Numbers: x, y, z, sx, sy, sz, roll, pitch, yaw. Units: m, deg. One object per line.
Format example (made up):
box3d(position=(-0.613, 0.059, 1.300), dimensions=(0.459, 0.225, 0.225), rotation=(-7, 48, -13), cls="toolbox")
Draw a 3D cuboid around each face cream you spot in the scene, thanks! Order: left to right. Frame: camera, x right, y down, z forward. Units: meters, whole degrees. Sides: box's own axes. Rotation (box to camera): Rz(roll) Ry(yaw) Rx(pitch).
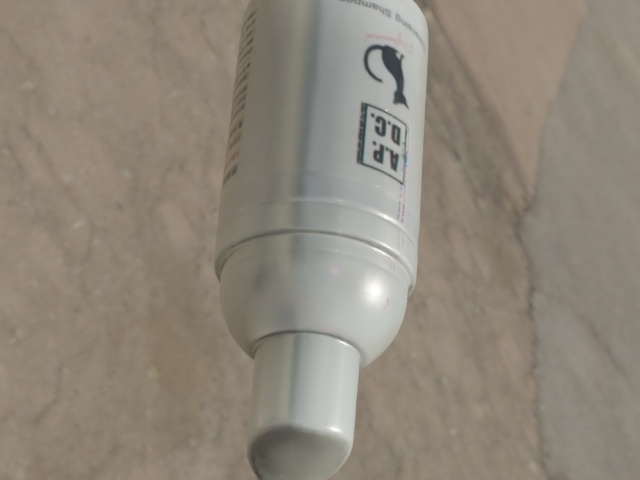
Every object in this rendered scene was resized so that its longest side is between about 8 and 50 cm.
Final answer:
box3d(position=(0.000, 0.000, 1.026), dimensions=(0.145, 0.145, 0.370), rotation=(38, 46, -47), cls="face cream")
